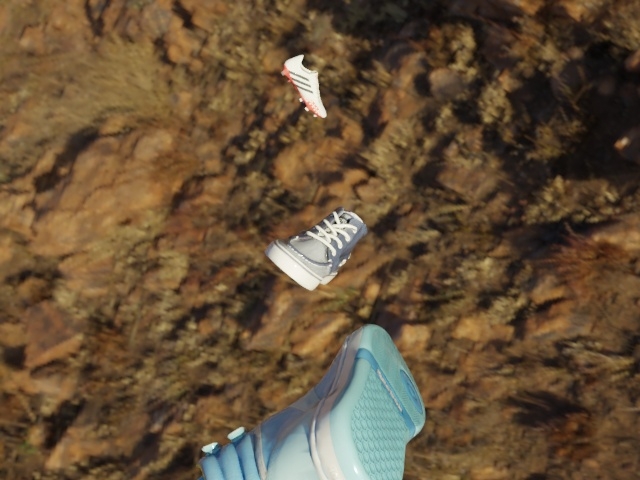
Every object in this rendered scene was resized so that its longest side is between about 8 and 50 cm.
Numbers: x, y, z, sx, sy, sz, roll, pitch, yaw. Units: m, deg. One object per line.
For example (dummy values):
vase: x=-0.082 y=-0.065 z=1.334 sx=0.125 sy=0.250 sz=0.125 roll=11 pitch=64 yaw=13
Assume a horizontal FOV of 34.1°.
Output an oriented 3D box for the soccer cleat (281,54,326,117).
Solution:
soccer cleat: x=-0.013 y=-0.184 z=1.248 sx=0.035 sy=0.083 sz=0.029 roll=-31 pitch=19 yaw=16

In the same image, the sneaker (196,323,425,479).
sneaker: x=-0.017 y=0.194 z=1.029 sx=0.208 sy=0.319 sz=0.127 roll=-29 pitch=92 yaw=17

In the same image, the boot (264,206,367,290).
boot: x=0.000 y=0.000 z=1.130 sx=0.069 sy=0.190 sz=0.086 roll=40 pitch=96 yaw=6
